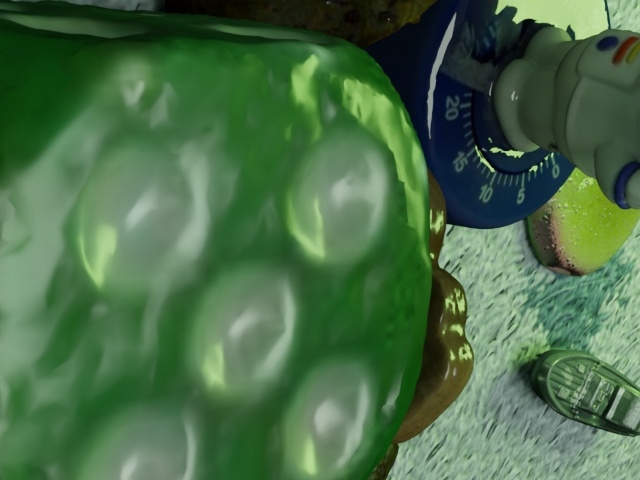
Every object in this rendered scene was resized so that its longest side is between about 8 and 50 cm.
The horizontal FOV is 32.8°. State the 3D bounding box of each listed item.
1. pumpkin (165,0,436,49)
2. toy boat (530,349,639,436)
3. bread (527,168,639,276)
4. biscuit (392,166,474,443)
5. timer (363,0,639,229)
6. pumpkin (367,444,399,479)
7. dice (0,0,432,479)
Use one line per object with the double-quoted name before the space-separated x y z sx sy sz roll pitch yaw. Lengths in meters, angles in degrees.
"pumpkin" 0.011 -0.237 0.740 0.148 0.169 0.312 24 89 -48
"toy boat" 0.320 0.178 1.263 0.260 0.085 0.078 27 87 -46
"bread" 0.303 -0.066 1.186 0.228 0.033 0.228 -19 119 -37
"biscuit" 0.005 -0.007 0.767 0.047 0.183 0.319 24 51 -47
"timer" 0.201 -0.103 0.823 0.270 0.384 0.270 -19 119 -37
"pumpkin" -0.048 0.170 0.915 0.139 0.190 0.280 -58 178 -10
"dice" -0.129 0.013 0.623 0.300 0.297 0.287 -6 107 -42
